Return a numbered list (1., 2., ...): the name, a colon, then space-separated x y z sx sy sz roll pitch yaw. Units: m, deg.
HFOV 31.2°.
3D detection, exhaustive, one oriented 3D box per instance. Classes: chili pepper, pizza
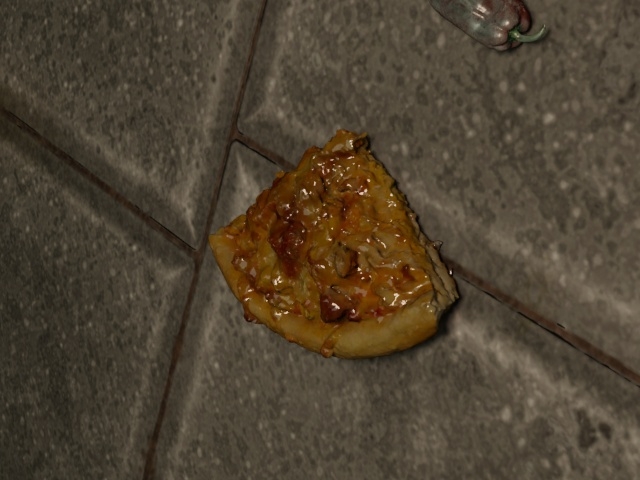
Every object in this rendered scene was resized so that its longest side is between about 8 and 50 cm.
1. chili pepper: 0.136 -0.208 1.009 0.050 0.041 0.153 -40 54 -8
2. pizza: 0.000 0.000 1.136 0.336 0.086 0.226 18 107 46
